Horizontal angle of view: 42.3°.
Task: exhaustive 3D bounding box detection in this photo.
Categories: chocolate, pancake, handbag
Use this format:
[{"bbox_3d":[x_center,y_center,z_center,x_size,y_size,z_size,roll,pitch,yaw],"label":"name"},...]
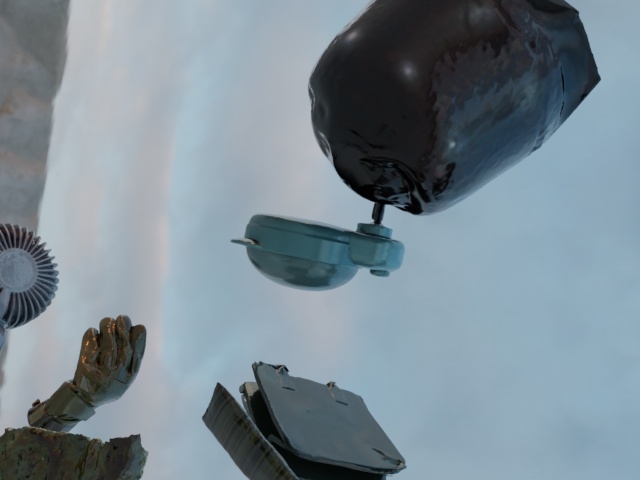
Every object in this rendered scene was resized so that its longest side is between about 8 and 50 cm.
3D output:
[{"bbox_3d":[0.164,-0.204,1.252,0.331,0.383,0.384,-50,-162,-27],"label":"chocolate"},{"bbox_3d":[-0.349,0.311,0.975,0.376,0.054,0.197,-35,-114,13],"label":"pancake"},{"bbox_3d":[-0.001,0.329,1.460,0.079,0.247,0.260,-62,-153,18],"label":"handbag"}]

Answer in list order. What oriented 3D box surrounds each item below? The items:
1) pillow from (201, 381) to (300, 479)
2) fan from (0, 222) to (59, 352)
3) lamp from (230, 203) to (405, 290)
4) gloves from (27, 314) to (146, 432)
[{"bbox_3d":[-0.103,0.312,1.236,0.203,0.038,0.113,47,-40,20],"label":"pillow"},{"bbox_3d":[-0.402,0.093,0.993,0.074,0.130,0.244,-19,-133,45],"label":"fan"},{"bbox_3d":[0.000,0.012,1.408,0.209,0.284,0.147,-40,122,-87],"label":"lamp"},{"bbox_3d":[-0.524,0.320,1.910,0.331,0.154,0.141,-45,-142,-5],"label":"gloves"}]
